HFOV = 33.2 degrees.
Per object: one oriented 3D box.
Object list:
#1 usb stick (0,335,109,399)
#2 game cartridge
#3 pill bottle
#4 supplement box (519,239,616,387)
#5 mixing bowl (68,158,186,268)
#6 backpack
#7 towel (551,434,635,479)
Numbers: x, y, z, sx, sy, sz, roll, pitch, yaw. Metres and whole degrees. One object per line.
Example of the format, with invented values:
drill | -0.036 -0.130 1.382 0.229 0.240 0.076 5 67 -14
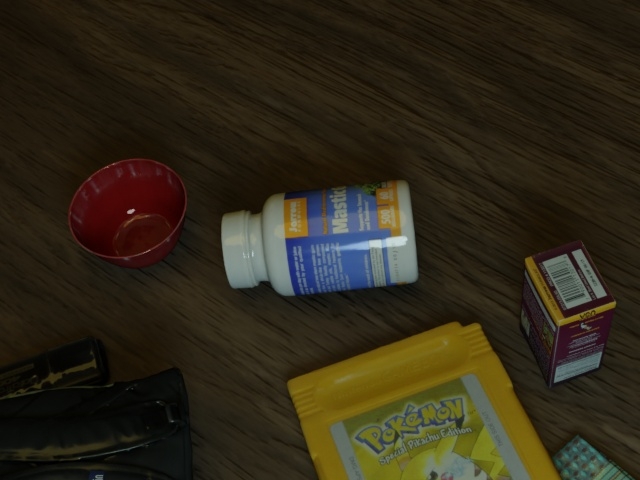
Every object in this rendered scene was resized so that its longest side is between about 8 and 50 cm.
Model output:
usb stick | -0.442 0.212 1.545 0.278 0.045 0.077 -19 63 -4
game cartridge | 0.131 0.265 1.389 0.285 0.052 0.323 -19 48 -4
pill bottle | 0.000 0.000 1.549 0.272 0.152 0.152 -6 57 4
supplement box | 0.321 0.099 1.412 0.081 0.188 0.104 -18 56 -4
mixing bowl | -0.282 -0.025 1.641 0.181 0.098 0.181 -4 58 7
backpack | -0.350 0.326 1.355 0.356 0.273 0.290 0 57 -17
towel | 0.348 0.419 1.251 0.271 0.040 0.370 -34 51 -20
